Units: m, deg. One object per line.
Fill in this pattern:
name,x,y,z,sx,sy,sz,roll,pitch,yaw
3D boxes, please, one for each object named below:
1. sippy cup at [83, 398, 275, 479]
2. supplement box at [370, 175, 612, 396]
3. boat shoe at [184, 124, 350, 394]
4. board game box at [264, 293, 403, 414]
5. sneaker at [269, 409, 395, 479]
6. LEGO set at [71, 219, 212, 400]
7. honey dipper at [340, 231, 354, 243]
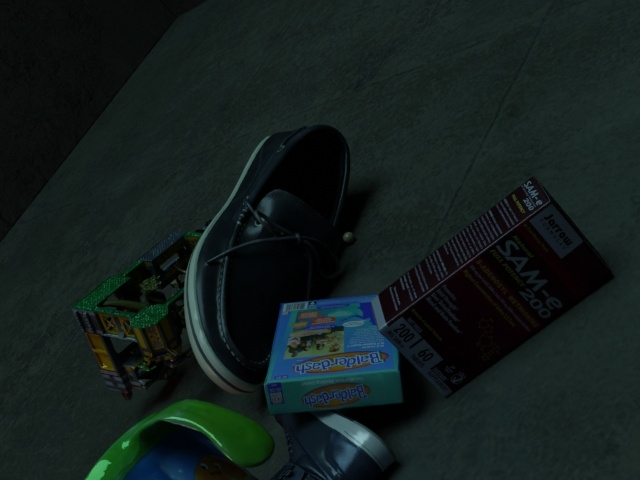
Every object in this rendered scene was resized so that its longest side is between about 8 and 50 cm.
sippy cup,-0.120,0.328,1.126,0.224,0.305,0.240,28,65,21
supplement box,0.191,0.055,1.241,0.239,0.130,0.073,-39,24,13
boat shoe,-0.067,0.004,1.634,0.156,0.187,0.500,-27,32,39
board game box,0.021,0.136,1.352,0.160,0.047,0.210,-6,22,7
sneaker,-0.032,0.270,1.292,0.163,0.086,0.226,-48,25,-15
LEGO set,-0.220,0.131,1.757,0.255,0.192,0.331,-1,31,32
honey dipper,0.000,0.000,1.756,0.161,0.030,0.030,-2,47,50
